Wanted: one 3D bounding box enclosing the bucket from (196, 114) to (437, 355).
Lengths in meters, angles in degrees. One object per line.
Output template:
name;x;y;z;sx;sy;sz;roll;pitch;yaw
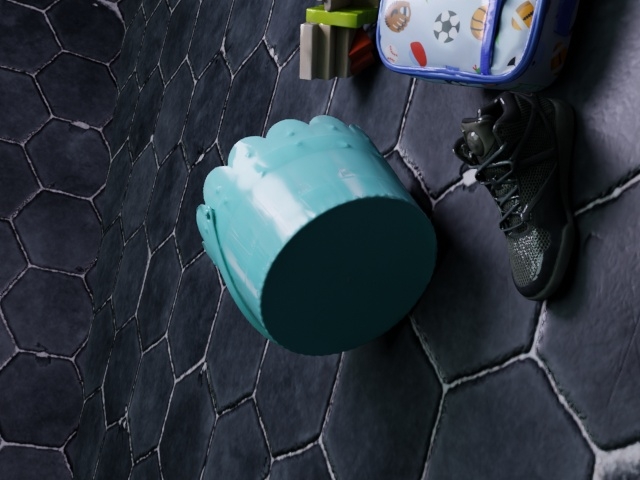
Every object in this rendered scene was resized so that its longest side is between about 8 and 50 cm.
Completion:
bucket;0.000;0.000;1.153;0.281;0.281;0.183;-63;38;24

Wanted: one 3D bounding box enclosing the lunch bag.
lunch bag;0.194;-0.326;1.036;0.243;0.115;0.303;18;102;44

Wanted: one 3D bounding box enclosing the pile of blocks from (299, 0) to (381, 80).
pile of blocks;0.063;-0.409;1.369;0.113;0.149;0.362;12;91;22

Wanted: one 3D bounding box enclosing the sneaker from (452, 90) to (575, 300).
sneaker;0.197;-0.053;0.952;0.087;0.130;0.227;-19;63;61
